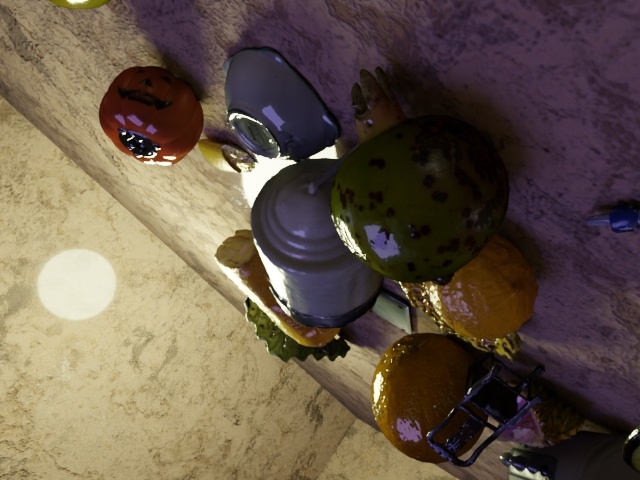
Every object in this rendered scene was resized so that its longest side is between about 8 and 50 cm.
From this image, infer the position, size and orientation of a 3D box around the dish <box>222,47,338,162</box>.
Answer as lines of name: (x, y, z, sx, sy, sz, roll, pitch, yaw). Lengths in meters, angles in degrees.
dish: (-0.080, -0.180, 0.787, 0.224, 0.078, 0.246, 32, 160, 16)

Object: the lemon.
lemon: (0.217, 0.057, 0.692, 0.142, 0.142, 0.187, 11, 142, 54)

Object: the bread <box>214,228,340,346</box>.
bread: (-0.112, 0.131, 1.426, 0.375, 0.165, 0.236, 49, 160, -25)

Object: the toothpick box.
toothpick box: (0.508, 0.485, 1.017, 0.229, 0.229, 0.316, 38, 162, 0)

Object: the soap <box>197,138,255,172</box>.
soap: (-0.208, -0.182, 1.086, 0.168, 0.033, 0.089, 15, 152, 48)

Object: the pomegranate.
pomegranate: (0.100, -0.071, 0.581, 0.198, 0.198, 0.246, 84, 167, -65)

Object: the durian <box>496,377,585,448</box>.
durian: (0.431, 0.360, 1.013, 0.165, 0.132, 0.182, 17, 151, 30)

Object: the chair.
chair: (0.308, 0.312, 0.961, 0.106, 0.113, 0.229, 37, 119, 6)

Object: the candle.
candle: (0.000, 0.000, 0.836, 0.221, 0.221, 0.343, 31, 159, 22)

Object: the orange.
orange: (0.241, 0.344, 1.119, 0.274, 0.274, 0.274, 34, 161, 14)

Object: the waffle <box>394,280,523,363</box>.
waffle: (0.228, 0.112, 0.890, 0.254, 0.052, 0.245, 44, 166, -14)

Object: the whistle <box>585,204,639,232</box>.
whistle: (0.313, -0.022, 0.509, 0.033, 0.029, 0.083, 31, 160, -31)

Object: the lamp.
lamp: (-0.316, -0.242, 0.962, 0.187, 0.164, 0.188, 10, 150, 6)

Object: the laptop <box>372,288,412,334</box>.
laptop: (0.111, 0.136, 1.260, 0.269, 0.015, 0.188, 29, 159, 27)

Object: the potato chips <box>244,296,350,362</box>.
potato chips: (-0.081, 0.301, 1.718, 0.373, 0.097, 0.389, 35, -169, 16)

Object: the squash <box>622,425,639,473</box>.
squash: (0.510, 0.255, 0.598, 0.237, 0.155, 0.204, 44, 162, -12)

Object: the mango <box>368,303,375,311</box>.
mango: (0.059, 0.091, 1.130, 0.122, 0.085, 0.191, 11, 140, 49)

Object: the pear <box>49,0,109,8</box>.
pear: (-0.335, -0.391, 0.676, 0.149, 0.149, 0.162, 48, 177, -26)
